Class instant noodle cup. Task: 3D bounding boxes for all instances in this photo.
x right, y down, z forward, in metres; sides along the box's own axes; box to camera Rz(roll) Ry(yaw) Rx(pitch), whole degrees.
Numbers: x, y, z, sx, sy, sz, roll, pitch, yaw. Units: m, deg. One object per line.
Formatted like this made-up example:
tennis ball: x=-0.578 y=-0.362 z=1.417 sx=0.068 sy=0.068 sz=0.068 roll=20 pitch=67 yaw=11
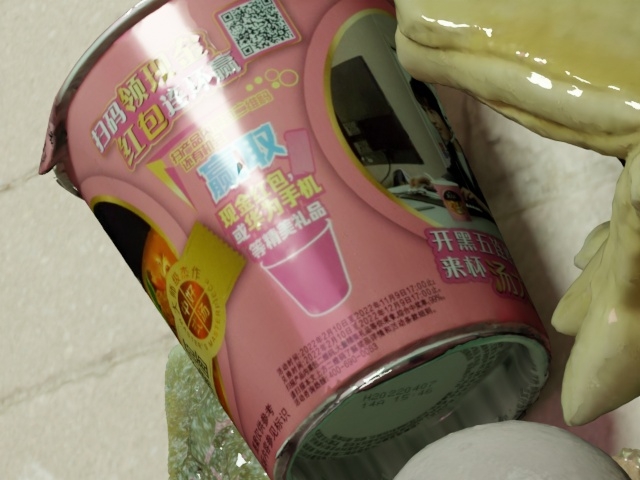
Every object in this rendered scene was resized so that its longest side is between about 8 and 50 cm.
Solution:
instant noodle cup: x=0.000 y=0.000 z=1.081 sx=0.244 sy=0.244 sz=0.255 roll=-43 pitch=57 yaw=24

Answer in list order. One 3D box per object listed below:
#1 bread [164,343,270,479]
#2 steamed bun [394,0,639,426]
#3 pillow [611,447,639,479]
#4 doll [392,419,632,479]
bread: x=-0.050 y=0.140 z=1.193 sx=0.112 sy=0.036 sz=0.193 roll=-20 pitch=63 yaw=37
steamed bun: x=0.219 y=-0.032 z=0.891 sx=0.428 sy=0.189 sz=0.247 roll=6 pitch=48 yaw=31
pillow: x=0.098 y=0.191 z=1.036 sx=0.211 sy=0.034 sz=0.135 roll=-21 pitch=66 yaw=39
doll: x=0.139 y=0.192 z=0.869 sx=0.287 sy=0.151 sz=0.151 roll=37 pitch=101 yaw=45
